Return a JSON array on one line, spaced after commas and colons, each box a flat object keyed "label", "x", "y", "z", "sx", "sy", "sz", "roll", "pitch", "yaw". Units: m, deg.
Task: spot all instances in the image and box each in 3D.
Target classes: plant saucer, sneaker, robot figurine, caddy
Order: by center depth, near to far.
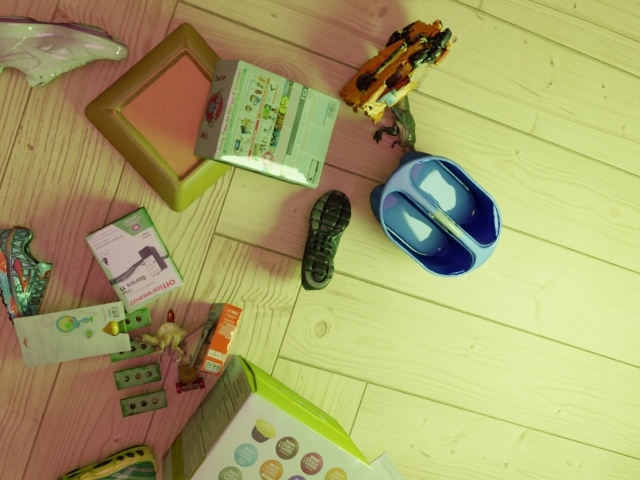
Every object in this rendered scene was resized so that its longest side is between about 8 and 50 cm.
[{"label": "sneaker", "x": -0.591, "y": -0.420, "z": 1.665, "sx": 0.305, "sy": 0.114, "sz": 0.152, "roll": 4, "pitch": 108, "yaw": -8}, {"label": "sneaker", "x": -0.671, "y": 0.094, "z": 1.686, "sx": 0.125, "sy": 0.104, "sz": 0.262, "roll": -17, "pitch": 100, "yaw": -13}, {"label": "plant saucer", "x": -0.326, "y": -0.289, "z": 1.731, "sx": 0.333, "sy": 0.081, "sz": 0.333, "roll": -43, "pitch": 102, "yaw": -4}, {"label": "sneaker", "x": -0.532, "y": 0.597, "z": 1.757, "sx": 0.295, "sy": 0.109, "sz": 0.123, "roll": -20, "pitch": 95, "yaw": -9}, {"label": "robot figurine", "x": 0.189, "y": -0.418, "z": 1.773, "sx": 0.291, "sy": 0.211, "sz": 0.085, "roll": -42, "pitch": 124, "yaw": -1}, {"label": "caddy", "x": 0.283, "y": -0.064, "z": 1.795, "sx": 0.341, "sy": 0.179, "sz": 0.241, "roll": 38, "pitch": 97, "yaw": -21}, {"label": "sneaker", "x": 0.000, "y": 0.000, "z": 1.820, "sx": 0.101, "sy": 0.106, "sz": 0.267, "roll": 21, "pitch": 71, "yaw": -8}]

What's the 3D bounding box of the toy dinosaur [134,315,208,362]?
[{"label": "toy dinosaur", "x": -0.345, "y": 0.238, "z": 1.748, "sx": 0.183, "sy": 0.053, "sz": 0.093, "roll": -13, "pitch": 92, "yaw": -14}]

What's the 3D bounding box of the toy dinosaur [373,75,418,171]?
[{"label": "toy dinosaur", "x": 0.194, "y": -0.300, "z": 1.841, "sx": 0.118, "sy": 0.064, "sz": 0.268, "roll": -9, "pitch": 100, "yaw": -28}]

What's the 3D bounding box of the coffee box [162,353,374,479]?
[{"label": "coffee box", "x": -0.137, "y": 0.521, "z": 1.713, "sx": 0.337, "sy": 0.338, "sz": 0.334, "roll": 36, "pitch": 87, "yaw": -13}]

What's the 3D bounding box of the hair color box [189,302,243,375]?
[{"label": "hair color box", "x": -0.251, "y": 0.235, "z": 1.765, "sx": 0.053, "sy": 0.093, "sz": 0.167, "roll": 24, "pitch": 75, "yaw": -24}]

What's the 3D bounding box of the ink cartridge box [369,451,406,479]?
[{"label": "ink cartridge box", "x": 0.136, "y": 0.729, "z": 1.926, "sx": 0.261, "sy": 0.066, "sz": 0.296, "roll": -35, "pitch": 101, "yaw": -6}]

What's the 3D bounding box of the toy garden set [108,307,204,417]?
[{"label": "toy garden set", "x": -0.402, "y": 0.283, "z": 1.786, "sx": 0.203, "sy": 0.049, "sz": 0.244, "roll": -11, "pitch": 93, "yaw": -14}]

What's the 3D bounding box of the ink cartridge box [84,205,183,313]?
[{"label": "ink cartridge box", "x": -0.435, "y": 0.046, "z": 1.736, "sx": 0.153, "sy": 0.087, "sz": 0.208, "roll": -29, "pitch": 101, "yaw": -7}]

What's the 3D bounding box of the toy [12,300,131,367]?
[{"label": "toy", "x": -0.567, "y": 0.207, "z": 1.696, "sx": 0.237, "sy": 0.056, "sz": 0.137, "roll": -7, "pitch": 118, "yaw": -9}]

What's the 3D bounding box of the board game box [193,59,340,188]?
[{"label": "board game box", "x": -0.119, "y": -0.263, "z": 1.703, "sx": 0.303, "sy": 0.097, "sz": 0.224, "roll": 14, "pitch": 92, "yaw": -41}]
